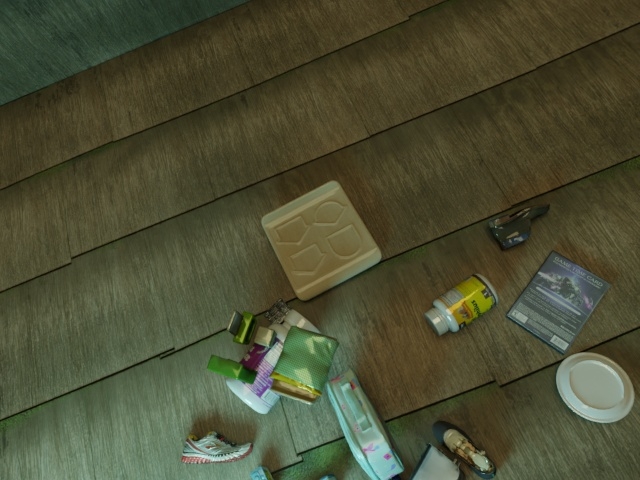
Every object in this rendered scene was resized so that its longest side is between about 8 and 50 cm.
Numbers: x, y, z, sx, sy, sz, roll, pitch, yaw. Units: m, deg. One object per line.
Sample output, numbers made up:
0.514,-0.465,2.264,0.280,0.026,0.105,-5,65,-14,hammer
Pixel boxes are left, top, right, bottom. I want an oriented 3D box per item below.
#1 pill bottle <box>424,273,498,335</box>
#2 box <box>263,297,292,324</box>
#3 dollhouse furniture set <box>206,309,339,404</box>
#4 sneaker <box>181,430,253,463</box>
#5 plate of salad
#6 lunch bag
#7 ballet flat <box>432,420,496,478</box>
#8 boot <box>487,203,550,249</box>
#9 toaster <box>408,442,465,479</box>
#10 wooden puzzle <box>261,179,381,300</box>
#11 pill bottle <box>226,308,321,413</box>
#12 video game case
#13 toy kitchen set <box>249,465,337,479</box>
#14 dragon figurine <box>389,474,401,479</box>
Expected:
0.434,0.204,1.464,0.215,0.117,0.117,-33,65,-4,pill bottle
-0.142,0.248,1.607,0.067,0.018,0.083,39,78,23,box
-0.123,0.316,1.310,0.301,0.151,0.198,13,69,16,dollhouse furniture set
-0.316,0.628,1.433,0.225,0.088,0.093,-5,64,8,sneaker
0.780,0.418,1.343,0.199,0.048,0.200,-5,55,8,plate of salad
0.114,0.504,1.303,0.107,0.224,0.279,-31,41,-2,lunch bag
0.407,0.585,1.326,0.203,0.074,0.074,39,78,23,ballet flat
0.675,-0.049,1.570,0.219,0.082,0.106,-19,86,-3,boot
0.299,0.654,1.253,0.110,0.168,0.186,26,72,34,toaster
0.000,0.000,1.664,0.322,0.080,0.348,-28,69,-2,wooden puzzle
-0.138,0.369,1.469,0.169,0.169,0.301,35,76,22,pill bottle
0.740,0.187,1.466,0.196,0.026,0.274,36,76,22,video game case
-0.079,0.687,1.342,0.207,0.122,0.166,-32,64,-4,toy kitchen set
0.156,0.739,1.233,0.085,0.289,0.144,7,106,16,dragon figurine
